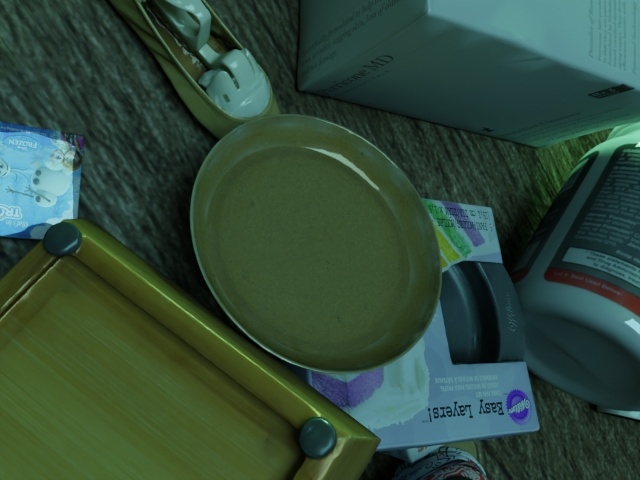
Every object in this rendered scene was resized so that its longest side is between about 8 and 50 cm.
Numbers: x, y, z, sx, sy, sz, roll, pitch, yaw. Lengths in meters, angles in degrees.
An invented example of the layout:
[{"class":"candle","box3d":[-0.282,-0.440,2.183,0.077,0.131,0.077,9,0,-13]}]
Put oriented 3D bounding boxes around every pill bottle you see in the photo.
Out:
[{"class":"pill bottle","box3d":[0.382,0.003,0.717,0.210,0.210,0.363,47,65,-19]}]

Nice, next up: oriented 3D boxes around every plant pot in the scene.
[{"class":"plant pot","box3d":[0.000,0.000,0.503,0.236,0.032,0.237,13,60,-24]}]

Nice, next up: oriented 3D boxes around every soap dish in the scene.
[{"class":"soap dish","box3d":[-0.134,0.138,0.388,0.290,0.118,0.229,35,68,9]}]

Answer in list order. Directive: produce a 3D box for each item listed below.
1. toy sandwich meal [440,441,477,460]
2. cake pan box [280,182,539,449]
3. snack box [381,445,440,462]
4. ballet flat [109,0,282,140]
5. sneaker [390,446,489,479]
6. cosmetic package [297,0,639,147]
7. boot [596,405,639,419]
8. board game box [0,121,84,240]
[{"class":"toy sandwich meal","box3d":[0.142,0.249,0.661,0.085,0.029,0.086,6,78,-32]},{"class":"cake pan box","box3d":[0.084,0.077,0.579,0.266,0.070,0.246,6,69,-28]},{"class":"snack box","box3d":[0.145,0.192,0.645,0.178,0.064,0.022,-16,92,-31]},{"class":"ballet flat","box3d":[-0.105,-0.167,0.522,0.232,0.073,0.080,46,66,-19]},{"class":"sneaker","box3d":[0.060,0.310,0.568,0.270,0.145,0.090,-44,82,8]},{"class":"cosmetic package","box3d":[0.189,-0.219,0.622,0.384,0.217,0.156,3,84,-29]},{"class":"boot","box3d":[0.509,0.185,0.853,0.244,0.088,0.176,20,75,-24]},{"class":"board game box","box3d":[-0.239,-0.046,0.463,0.090,0.020,0.090,5,85,-30]}]
